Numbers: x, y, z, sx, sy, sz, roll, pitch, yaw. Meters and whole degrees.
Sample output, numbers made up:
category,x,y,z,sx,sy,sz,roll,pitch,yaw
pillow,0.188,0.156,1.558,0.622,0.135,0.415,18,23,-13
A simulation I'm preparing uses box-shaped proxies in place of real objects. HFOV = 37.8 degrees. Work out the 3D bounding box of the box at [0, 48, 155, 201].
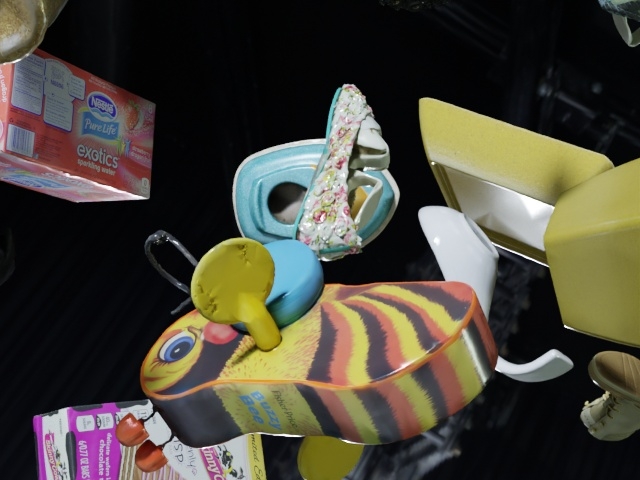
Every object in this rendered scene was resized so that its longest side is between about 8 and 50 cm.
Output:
category,x,y,z,sx,sy,sz,roll,pitch,yaw
box,-0.374,-0.155,1.290,0.142,0.154,0.300,-1,-8,26

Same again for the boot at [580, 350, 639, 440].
category,x,y,z,sx,sy,sz,roll,pitch,yaw
boot,0.592,0.321,1.886,0.261,0.095,0.203,20,-40,-26

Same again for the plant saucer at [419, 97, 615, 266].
category,x,y,z,sx,sy,sz,roll,pitch,yaw
plant saucer,0.314,-0.063,1.502,0.332,0.081,0.333,26,-17,32

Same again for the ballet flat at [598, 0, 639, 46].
category,x,y,z,sx,sy,sz,roll,pitch,yaw
ballet flat,0.280,-0.180,0.763,0.070,0.070,0.188,3,-10,43

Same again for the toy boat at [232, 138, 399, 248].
category,x,y,z,sx,sy,sz,roll,pitch,yaw
toy boat,0.000,0.000,1.476,0.267,0.148,0.318,-8,-82,9

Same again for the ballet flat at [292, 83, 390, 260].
category,x,y,z,sx,sy,sz,roll,pitch,yaw
ballet flat,0.034,-0.072,1.013,0.077,0.241,0.091,5,-35,15

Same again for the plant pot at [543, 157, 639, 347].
category,x,y,z,sx,sy,sz,roll,pitch,yaw
plant pot,0.411,0.017,1.238,0.187,0.212,0.212,-7,-65,28

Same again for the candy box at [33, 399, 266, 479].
category,x,y,z,sx,sy,sz,roll,pitch,yaw
candy box,-0.163,0.241,0.946,0.071,0.159,0.233,-19,-15,42

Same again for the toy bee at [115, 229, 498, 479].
category,x,y,z,sx,sy,sz,roll,pitch,yaw
toy bee,-0.043,0.092,0.606,0.195,0.162,0.298,48,-34,-17

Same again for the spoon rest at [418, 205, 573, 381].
category,x,y,z,sx,sy,sz,roll,pitch,yaw
spoon rest,0.194,0.063,1.132,0.137,0.084,0.276,32,23,-47

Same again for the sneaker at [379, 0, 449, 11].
category,x,y,z,sx,sy,sz,roll,pitch,yaw
sneaker,0.145,-0.317,1.056,0.085,0.237,0.086,123,-47,-61

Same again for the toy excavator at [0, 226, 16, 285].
category,x,y,z,sx,sy,sz,roll,pitch,yaw
toy excavator,-0.409,0.003,0.505,0.445,0.222,0.433,17,-47,20

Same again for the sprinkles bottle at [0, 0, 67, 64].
category,x,y,z,sx,sy,sz,roll,pitch,yaw
sprinkles bottle,-0.347,-0.321,1.100,0.121,0.355,0.121,-1,-60,-2
